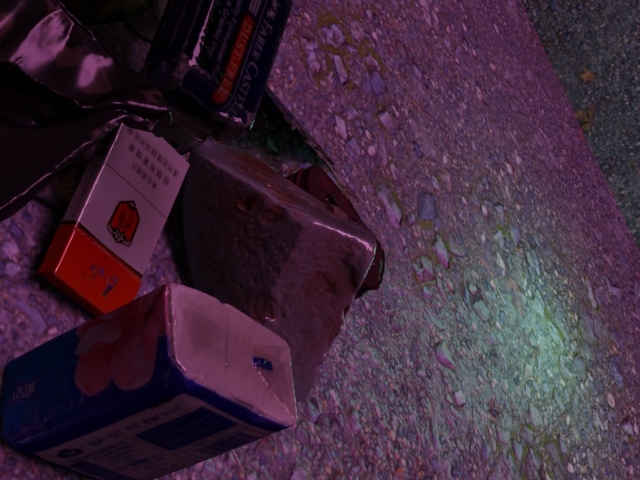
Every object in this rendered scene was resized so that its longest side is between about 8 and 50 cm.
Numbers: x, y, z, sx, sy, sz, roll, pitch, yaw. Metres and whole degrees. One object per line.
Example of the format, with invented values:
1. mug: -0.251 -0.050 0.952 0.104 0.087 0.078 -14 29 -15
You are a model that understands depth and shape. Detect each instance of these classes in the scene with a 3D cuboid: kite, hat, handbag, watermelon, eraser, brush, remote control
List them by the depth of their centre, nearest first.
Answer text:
1. hat: -0.396 -0.163 1.387 0.366 0.257 0.382 44 72 -6
2. brush: -0.316 -0.068 1.503 0.297 0.060 0.068 7 67 -57
3. eraser: -0.122 -0.300 1.630 0.155 0.101 0.332 39 58 -39
4. watermelon: -0.034 0.026 1.701 0.228 0.258 0.387 -27 98 -57
5. remote control: -0.264 -0.411 1.838 0.090 0.049 0.230 23 50 -54
6. handbag: 0.000 0.000 1.903 0.225 0.135 0.146 53 26 -19
7. kite: -0.039 -0.182 1.967 0.368 0.014 0.406 51 5 12

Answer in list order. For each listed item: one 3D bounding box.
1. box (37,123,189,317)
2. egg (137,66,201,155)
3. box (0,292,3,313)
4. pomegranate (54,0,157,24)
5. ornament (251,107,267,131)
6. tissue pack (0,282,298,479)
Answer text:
1. box: -0.252 -0.031 1.517 0.139 0.035 0.245 48 52 -44
2. egg: -0.208 -0.182 1.689 0.132 0.132 0.172 54 44 -22
3. box: -0.438 -0.022 1.210 0.285 0.142 0.044 63 -12 -7
4. pomegranate: -0.286 -0.412 1.598 0.254 0.270 0.254 158 -90 -87
5. ornament: -0.111 -0.208 1.953 0.092 0.041 0.068 60 18 22
6. tissue pack: -0.188 0.162 1.343 0.209 0.269 0.137 33 42 -40
